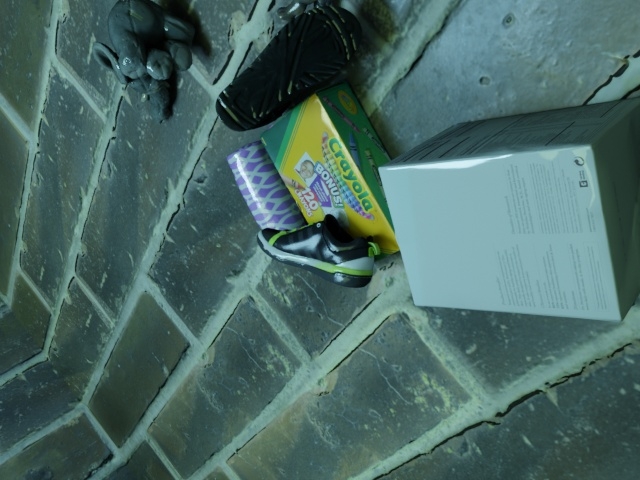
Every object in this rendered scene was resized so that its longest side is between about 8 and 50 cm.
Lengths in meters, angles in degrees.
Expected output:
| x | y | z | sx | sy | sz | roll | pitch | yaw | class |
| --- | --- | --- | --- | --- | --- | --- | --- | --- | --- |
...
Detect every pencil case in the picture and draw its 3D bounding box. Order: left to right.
| x | y | z | sx | sy | sz | roll | pitch | yaw | class |
| --- | --- | --- | --- | --- | --- | --- | --- | --- | --- |
| -0.099 | -0.086 | 1.180 | 0.206 | 0.086 | 0.088 | 66 | 172 | -6 | pencil case |

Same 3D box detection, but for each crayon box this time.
| x | y | z | sx | sy | sz | roll | pitch | yaw | class |
| --- | --- | --- | --- | --- | --- | --- | --- | --- | --- |
| 0.036 | -0.096 | 1.046 | 0.165 | 0.081 | 0.278 | -26 | 95 | 48 | crayon box |

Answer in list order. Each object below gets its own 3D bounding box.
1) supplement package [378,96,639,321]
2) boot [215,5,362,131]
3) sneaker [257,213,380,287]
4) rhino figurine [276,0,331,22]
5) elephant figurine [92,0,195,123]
| x | y | z | sx | sy | sz | roll | pitch | yaw | class |
| --- | --- | --- | --- | --- | --- | --- | --- | --- | --- |
| 0.251 | -0.041 | 0.788 | 0.263 | 0.198 | 0.199 | 0 | 114 | 43 | supplement package |
| -0.054 | -0.258 | 0.986 | 0.247 | 0.207 | 0.094 | -38 | 101 | 6 | boot |
| 0.000 | 0.000 | 1.038 | 0.235 | 0.084 | 0.097 | 20 | 103 | 33 | sneaker |
| -0.062 | -0.430 | 0.946 | 0.243 | 0.073 | 0.106 | 52 | 133 | 10 | rhino figurine |
| -0.348 | -0.347 | 1.219 | 0.239 | 0.170 | 0.185 | -9 | 79 | 62 | elephant figurine |
